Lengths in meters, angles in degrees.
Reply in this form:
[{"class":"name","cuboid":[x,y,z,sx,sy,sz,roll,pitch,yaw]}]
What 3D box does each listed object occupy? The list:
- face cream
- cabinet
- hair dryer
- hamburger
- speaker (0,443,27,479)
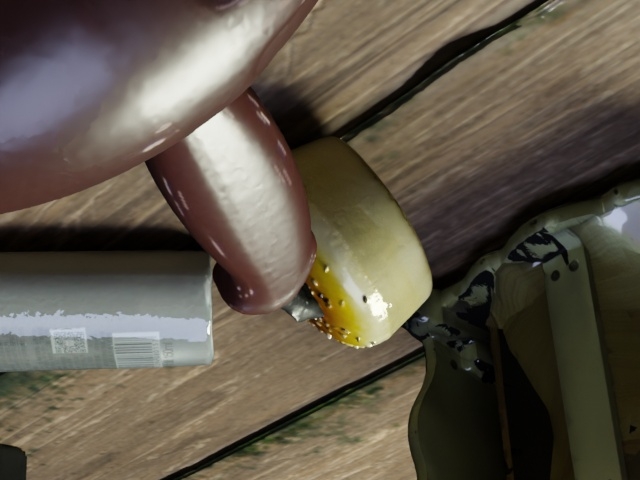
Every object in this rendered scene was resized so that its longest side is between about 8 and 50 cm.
[{"class":"face cream","cuboid":[-0.204,0.048,0.958,0.269,0.073,0.107,-2,145,-4]},{"class":"cabinet","cuboid":[0.240,0.110,0.979,0.318,0.228,0.290,24,141,-36]},{"class":"hair dryer","cuboid":[-0.007,-0.067,0.604,0.312,0.123,0.340,-31,149,-2]},{"class":"hamburger","cuboid":[0.000,0.000,0.857,0.081,0.141,0.126,-31,155,-11]},{"class":"speaker","cuboid":[-0.341,0.232,1.291,0.082,0.044,0.218,16,145,-31]}]
